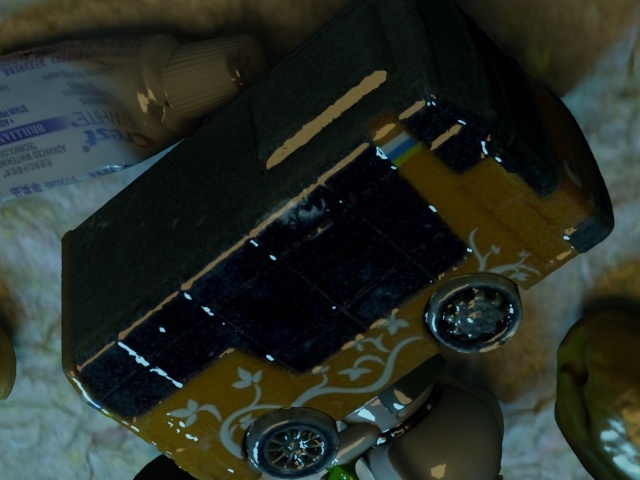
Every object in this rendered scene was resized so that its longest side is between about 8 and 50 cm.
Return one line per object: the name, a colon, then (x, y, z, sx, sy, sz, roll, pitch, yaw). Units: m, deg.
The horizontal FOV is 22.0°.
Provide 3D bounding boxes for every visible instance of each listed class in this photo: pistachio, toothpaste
pistachio: (0.232, 0.136, 1.159, 0.100, 0.110, 0.189, -38, 112, -2)
toothpaste: (-0.161, -0.091, 1.125, 0.282, 0.068, 0.099, -12, 94, 28)

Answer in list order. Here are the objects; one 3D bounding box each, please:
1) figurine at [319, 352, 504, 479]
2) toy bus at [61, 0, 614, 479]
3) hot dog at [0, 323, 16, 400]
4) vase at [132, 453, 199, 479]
figurine: (0.067, 0.136, 1.187, 0.192, 0.147, 0.126, 48, 137, -5)
toy bus: (0.000, 0.000, 1.039, 0.323, 0.162, 0.194, -38, 124, 20)
hot dog: (-0.381, 0.032, 1.234, 0.135, 0.100, 0.337, -34, 112, 32)
vase: (-0.069, 0.278, 1.338, 0.115, 0.115, 0.237, -16, 114, 23)
